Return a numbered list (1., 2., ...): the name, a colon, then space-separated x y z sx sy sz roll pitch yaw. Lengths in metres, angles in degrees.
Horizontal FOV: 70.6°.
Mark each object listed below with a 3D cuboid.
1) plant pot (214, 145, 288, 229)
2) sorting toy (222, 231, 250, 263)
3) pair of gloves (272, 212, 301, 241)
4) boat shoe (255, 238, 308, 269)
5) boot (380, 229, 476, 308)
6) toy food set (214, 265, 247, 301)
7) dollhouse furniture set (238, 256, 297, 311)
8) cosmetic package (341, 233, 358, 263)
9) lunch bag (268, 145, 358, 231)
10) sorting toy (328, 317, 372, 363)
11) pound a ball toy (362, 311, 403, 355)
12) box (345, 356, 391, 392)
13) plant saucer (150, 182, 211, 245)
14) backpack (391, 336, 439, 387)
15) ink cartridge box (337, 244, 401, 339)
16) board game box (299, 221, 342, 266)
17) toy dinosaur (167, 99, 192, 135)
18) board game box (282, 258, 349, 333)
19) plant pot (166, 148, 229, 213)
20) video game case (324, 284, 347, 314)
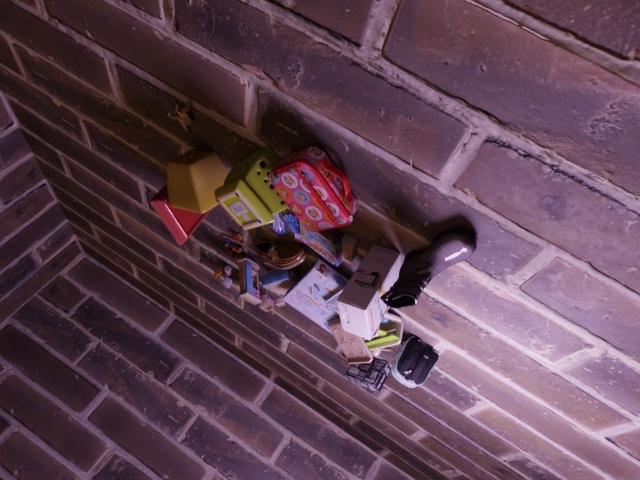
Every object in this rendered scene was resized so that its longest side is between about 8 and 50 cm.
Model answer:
1. plant pot: -0.239 -0.175 1.658 0.228 0.207 0.227 -10 125 51
2. sorting toy: -0.430 0.051 2.273 0.132 0.046 0.275 21 144 24
3. pair of gloves: -0.148 -0.067 1.877 0.198 0.023 0.159 17 142 28
4. boat shoe: -0.186 0.054 1.981 0.307 0.111 0.104 -6 129 47
5. boot: 0.341 0.111 1.442 0.118 0.223 0.338 40 148 -3
6. toy food set: -0.472 0.231 2.476 0.232 0.111 0.104 29 146 8
7. dollhouse furniture set: -0.211 0.181 2.212 0.303 0.198 0.286 -18 148 17
8. cosmetic package: 0.107 0.034 1.740 0.060 0.041 0.115 26 146 19
9. lunch bag: -0.008 -0.172 1.533 0.258 0.120 0.293 -12 125 45
10. sorting toy: 0.131 0.431 1.959 0.193 0.038 0.208 -29 87 57
11. pound a ball toy: 0.258 0.411 2.015 0.208 0.136 0.319 21 153 -18
12. box: 0.246 0.674 2.311 0.180 0.147 0.078 6 136 38
13. plant saucer: -0.587 -0.154 1.975 0.047 0.259 0.258 3 135 28
14. backpack: 0.395 0.536 1.956 0.165 0.188 0.144 36 148 1
15. ink cartridge box: 0.185 0.188 1.638 0.117 0.278 0.201 19 144 27
16. board game box: 0.000 0.000 1.766 0.201 0.035 0.136 35 150 28
17. toy dinosaur: -0.528 -0.463 1.715 0.092 0.053 0.183 33 147 4
18. board game box: 0.034 0.264 2.000 0.318 0.066 0.318 37 136 -7
19. plant pot: -0.493 -0.252 1.823 0.212 0.212 0.187 13 128 33
20. video game case: 0.132 0.271 1.891 0.173 0.022 0.190 38 135 -9
